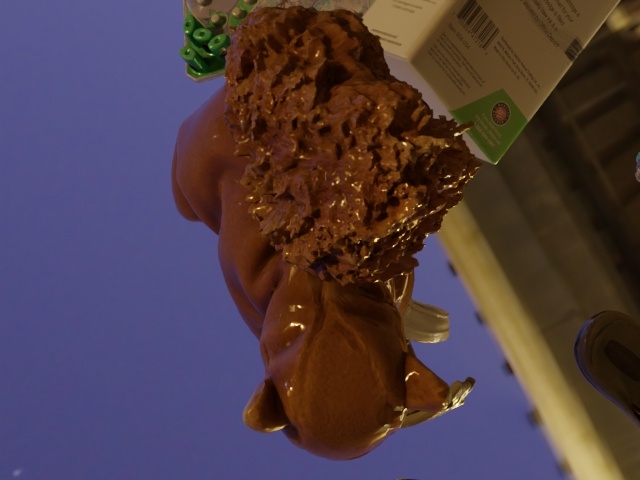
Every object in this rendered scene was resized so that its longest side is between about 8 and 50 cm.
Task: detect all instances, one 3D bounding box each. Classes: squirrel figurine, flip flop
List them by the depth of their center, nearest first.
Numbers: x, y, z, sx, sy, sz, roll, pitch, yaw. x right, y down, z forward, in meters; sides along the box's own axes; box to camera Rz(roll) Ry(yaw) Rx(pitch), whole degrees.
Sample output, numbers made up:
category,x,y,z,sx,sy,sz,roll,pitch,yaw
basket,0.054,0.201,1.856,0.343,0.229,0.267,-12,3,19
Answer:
category,x,y,z,sx,sy,sz,roll,pitch,yaw
squirrel figurine,0.000,0.000,1.503,0.397,0.281,0.370,95,172,-56
flip flop,0.402,0.173,1.808,0.277,0.080,0.112,38,-104,-19

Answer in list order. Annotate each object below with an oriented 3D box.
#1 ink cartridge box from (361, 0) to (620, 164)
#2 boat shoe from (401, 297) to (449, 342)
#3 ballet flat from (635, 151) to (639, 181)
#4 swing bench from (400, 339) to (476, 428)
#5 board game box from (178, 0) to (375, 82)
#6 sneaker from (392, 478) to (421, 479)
category,x,y,z,sx,sy,sz,roll,pitch,yaw
ink cartridge box,0.191,-0.256,1.789,0.115,0.273,0.198,27,166,49
boat shoe,0.064,0.057,1.994,0.277,0.098,0.096,18,-88,-39
ballet flat,0.630,-0.085,2.234,0.483,0.164,0.182,-12,-108,-43
swing bench,0.091,0.184,2.457,0.254,0.165,0.253,49,-175,10
board game box,-0.011,-0.425,2.088,0.050,0.390,0.390,46,-145,-57
sneaker,0.090,0.440,2.040,0.121,0.111,0.300,-168,90,-85
